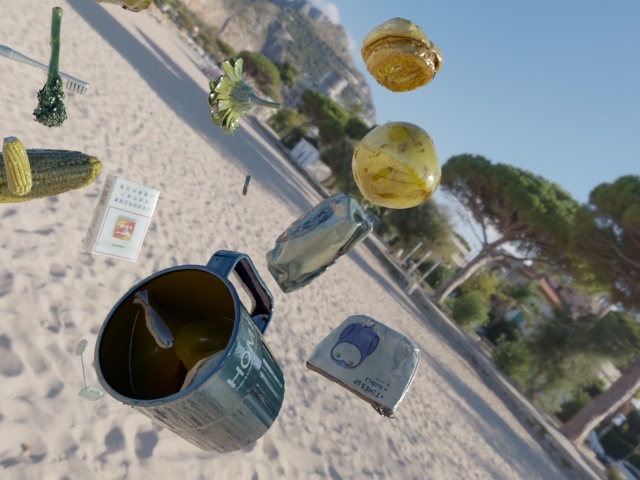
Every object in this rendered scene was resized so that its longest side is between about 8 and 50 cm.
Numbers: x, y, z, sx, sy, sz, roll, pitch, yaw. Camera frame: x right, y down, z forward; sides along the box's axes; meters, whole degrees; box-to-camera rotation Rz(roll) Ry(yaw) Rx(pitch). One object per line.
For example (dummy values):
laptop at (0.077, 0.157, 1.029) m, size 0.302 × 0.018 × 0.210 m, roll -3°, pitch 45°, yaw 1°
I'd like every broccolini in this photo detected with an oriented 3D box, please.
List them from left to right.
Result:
broccolini at (-0.469, -0.309, 0.904) m, size 0.051 × 0.054 × 0.239 m, roll 17°, pitch 63°, yaw -48°

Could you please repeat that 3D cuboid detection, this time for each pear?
pear at (0.234, -0.230, 1.585) m, size 0.281 × 0.281 × 0.281 m, roll 44°, pitch 5°, yaw -5°

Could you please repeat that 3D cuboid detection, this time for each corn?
corn at (-0.482, -0.118, 0.810) m, size 0.037 × 0.092 × 0.037 m, roll 3°, pitch 29°, yaw -2°
corn at (-0.647, -0.150, 1.160) m, size 0.119 × 0.119 × 0.322 m, roll 46°, pitch 31°, yaw 16°

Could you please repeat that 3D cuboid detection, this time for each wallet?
wallet at (0.142, 0.363, 1.550) m, size 0.335 × 0.275 × 0.068 m, roll 24°, pitch -38°, yaw 30°

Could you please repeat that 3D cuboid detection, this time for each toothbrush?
toothbrush at (-0.635, -0.374, 1.008) m, size 0.342 × 0.030 × 0.025 m, roll 21°, pitch 17°, yaw -24°

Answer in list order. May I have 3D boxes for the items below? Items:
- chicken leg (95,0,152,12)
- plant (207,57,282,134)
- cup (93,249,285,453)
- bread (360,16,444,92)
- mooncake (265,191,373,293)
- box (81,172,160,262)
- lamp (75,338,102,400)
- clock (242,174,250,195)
chicken leg at (-0.529, -0.610, 1.139) m, size 0.429 × 0.153 × 0.201 m, roll 10°, pitch -13°, yaw 17°
plant at (-0.351, -0.584, 2.145) m, size 0.297 × 0.261 × 0.306 m, roll 39°, pitch -40°, yaw 28°
cup at (-0.210, 0.200, 0.920) m, size 0.292 × 0.242 × 0.308 m, roll 69°, pitch 7°, yaw -49°
bread at (0.230, -0.523, 1.462) m, size 0.236 × 0.120 × 0.198 m, roll 26°, pitch -25°, yaw -38°
mooncake at (-0.003, -0.004, 1.183) m, size 0.136 × 0.250 × 0.254 m, roll 54°, pitch 7°, yaw 0°
box at (-0.830, -0.089, 2.133) m, size 0.095 × 0.330 × 0.210 m, roll 17°, pitch -1°, yaw 41°
lamp at (-0.666, 0.366, 1.460) m, size 0.056 × 0.050 × 0.198 m, roll 34°, pitch 18°, yaw -44°
clock at (-0.286, -0.214, 1.978) m, size 0.017 × 0.085 × 0.085 m, roll 15°, pitch 10°, yaw -7°
